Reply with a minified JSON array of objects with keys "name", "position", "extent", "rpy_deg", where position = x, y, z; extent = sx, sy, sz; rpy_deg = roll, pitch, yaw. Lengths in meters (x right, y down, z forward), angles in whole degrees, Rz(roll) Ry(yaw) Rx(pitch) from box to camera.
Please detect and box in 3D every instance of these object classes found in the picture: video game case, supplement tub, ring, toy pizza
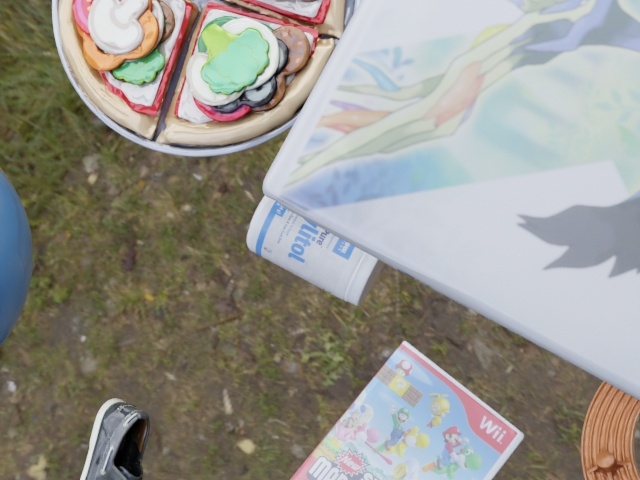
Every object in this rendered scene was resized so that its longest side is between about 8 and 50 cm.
[{"name":"video game case","position":[0.101,0.304,1.207],"extent":[0.204,0.025,0.285],"rpy_deg":[38,79,15]},{"name":"supplement tub","position":[0.000,0.000,0.757],"extent":[0.107,0.071,0.071],"rpy_deg":[27,84,10]},{"name":"ring","position":[0.452,0.216,0.996],"extent":[0.337,0.032,0.336],"rpy_deg":[-17,44,17]},{"name":"video game case","position":[0.176,-0.097,0.456],"extent":[0.300,0.036,0.329],"rpy_deg":[29,92,8]},{"name":"toy pizza","position":[-0.075,-0.152,0.564],"extent":[0.201,0.032,0.201],"rpy_deg":[0,87,10]}]

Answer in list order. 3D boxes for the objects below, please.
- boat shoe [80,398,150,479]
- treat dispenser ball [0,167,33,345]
[{"name":"boat shoe","position":[-0.314,0.364,1.399],"extent":[0.079,0.084,0.233],"rpy_deg":[13,92,29]},{"name":"treat dispenser ball","position":[-0.431,0.016,0.895],"extent":[0.288,0.288,0.288],"rpy_deg":[-10,67,24]}]
